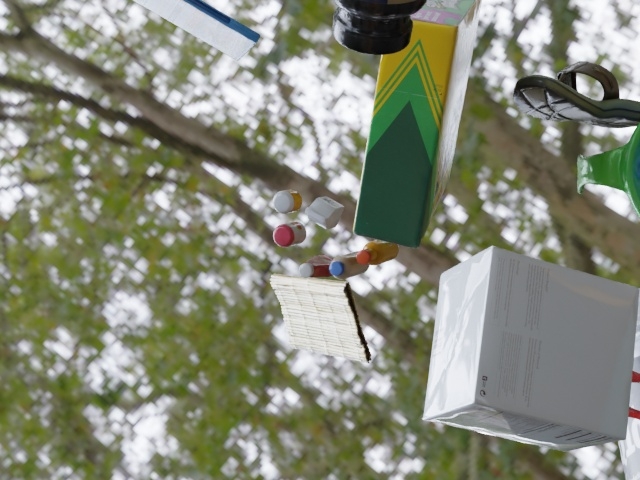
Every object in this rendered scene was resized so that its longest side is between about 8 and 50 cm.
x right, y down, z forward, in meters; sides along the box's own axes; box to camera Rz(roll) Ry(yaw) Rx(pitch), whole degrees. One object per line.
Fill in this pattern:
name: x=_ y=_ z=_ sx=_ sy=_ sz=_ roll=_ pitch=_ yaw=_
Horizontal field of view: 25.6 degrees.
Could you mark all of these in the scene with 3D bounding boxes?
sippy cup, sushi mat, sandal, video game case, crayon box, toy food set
sippy cup: x=0.554 y=-0.096 z=2.097 sx=0.240 sy=0.305 sz=0.224 roll=-53 pitch=-4 yaw=0
sushi mat: x=-0.004 y=0.139 z=2.552 sx=0.019 sy=0.316 sz=0.151 roll=-23 pitch=-79 yaw=-24
sandal: x=0.398 y=-0.221 z=2.102 sx=0.303 sy=0.120 sz=0.086 roll=3 pitch=-90 yaw=-43
video game case: x=-0.166 y=-0.296 z=1.865 sx=0.015 sy=0.166 sz=0.119 roll=-63 pitch=12 yaw=-12
crayon box: x=0.148 y=-0.196 z=2.044 sx=0.363 sy=0.106 sz=0.313 roll=-57 pitch=-21 yaw=-68
toy food set: x=0.000 y=0.000 z=2.319 sx=0.104 sy=0.232 sz=0.111 roll=-14 pitch=-48 yaw=-63

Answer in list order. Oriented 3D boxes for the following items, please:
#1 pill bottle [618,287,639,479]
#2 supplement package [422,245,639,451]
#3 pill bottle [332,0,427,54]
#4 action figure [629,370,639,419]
pill bottle: x=0.541 y=0.259 z=2.098 sx=0.204 sy=0.361 sz=0.204 roll=-3 pitch=-31 yaw=-2
supplement package: x=0.254 y=0.137 z=1.709 sx=0.149 sy=0.203 sz=0.194 roll=145 pitch=138 yaw=-65
pill bottle: x=0.070 y=-0.328 z=1.592 sx=0.123 sy=0.123 sz=0.219 roll=-28 pitch=-41 yaw=-37
action figure: x=0.350 y=0.187 z=1.933 sx=0.139 sy=0.280 sz=0.091 roll=18 pitch=-92 yaw=-62
